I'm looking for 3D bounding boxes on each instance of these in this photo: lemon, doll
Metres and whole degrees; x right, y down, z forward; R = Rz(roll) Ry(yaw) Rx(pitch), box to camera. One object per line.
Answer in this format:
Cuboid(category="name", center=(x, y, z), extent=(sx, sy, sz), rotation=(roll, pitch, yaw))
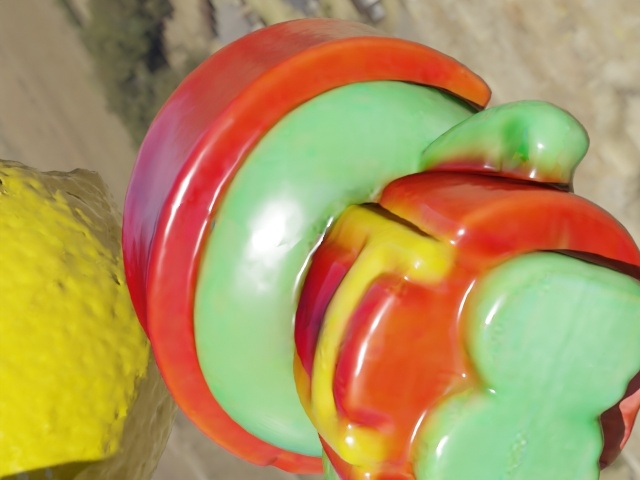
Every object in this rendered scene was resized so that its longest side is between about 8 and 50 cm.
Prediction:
Cuboid(category="lemon", center=(-0.256, 0.104, 1.351), extent=(0.336, 0.336, 0.336), rotation=(52, 167, 16))
Cuboid(category="doll", center=(0.001, 0.000, 0.761), extent=(0.363, 0.160, 0.183), rotation=(-134, 57, -67))
